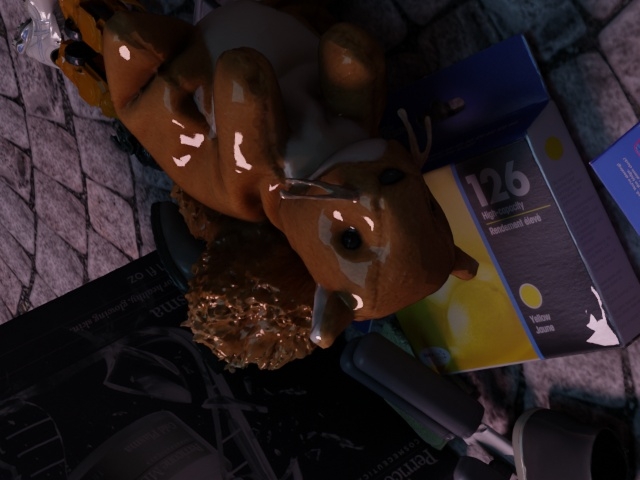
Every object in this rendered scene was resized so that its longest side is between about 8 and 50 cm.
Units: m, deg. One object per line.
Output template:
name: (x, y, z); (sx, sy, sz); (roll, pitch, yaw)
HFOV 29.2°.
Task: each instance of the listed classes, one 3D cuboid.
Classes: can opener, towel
can opener: (0.139, 0.204, 1.349); (0.280, 0.093, 0.074); (39, 154, -11)
towel: (0.113, 0.171, 1.462); (0.148, 0.027, 0.110); (45, 135, 22)

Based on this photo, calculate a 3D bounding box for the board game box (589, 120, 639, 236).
board game box: (0.389, 0.017, 0.950); (0.347, 0.078, 0.233); (58, 150, 10)

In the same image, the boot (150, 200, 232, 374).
boot: (-0.098, 0.032, 1.488); (0.247, 0.161, 0.083); (63, 179, 26)

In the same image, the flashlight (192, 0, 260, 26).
flashlight: (-0.107, -0.162, 1.454); (0.103, 0.103, 0.304); (37, 136, 28)

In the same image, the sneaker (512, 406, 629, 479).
sneaker: (0.275, 0.289, 1.289); (0.118, 0.083, 0.222); (5, 116, 60)

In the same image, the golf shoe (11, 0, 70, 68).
golf shoe: (-0.373, -0.314, 1.728); (0.086, 0.069, 0.176); (34, 144, 2)

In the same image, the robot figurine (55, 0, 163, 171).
robot figurine: (-0.245, -0.222, 1.583); (0.291, 0.085, 0.211); (42, 141, 31)

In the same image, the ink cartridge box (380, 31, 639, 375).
ink cartridge box: (0.154, -0.019, 1.259); (0.303, 0.072, 0.307); (-19, 100, 55)

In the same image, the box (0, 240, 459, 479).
box: (-0.180, 0.296, 1.523); (0.472, 0.480, 0.297); (45, 140, 21)

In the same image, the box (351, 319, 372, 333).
box: (0.000, 0.000, 1.484); (0.225, 0.036, 0.136); (41, 140, 28)

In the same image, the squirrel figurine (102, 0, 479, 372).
squirrel figurine: (-0.013, -0.042, 1.242); (0.370, 0.281, 0.397); (48, 146, 28)
